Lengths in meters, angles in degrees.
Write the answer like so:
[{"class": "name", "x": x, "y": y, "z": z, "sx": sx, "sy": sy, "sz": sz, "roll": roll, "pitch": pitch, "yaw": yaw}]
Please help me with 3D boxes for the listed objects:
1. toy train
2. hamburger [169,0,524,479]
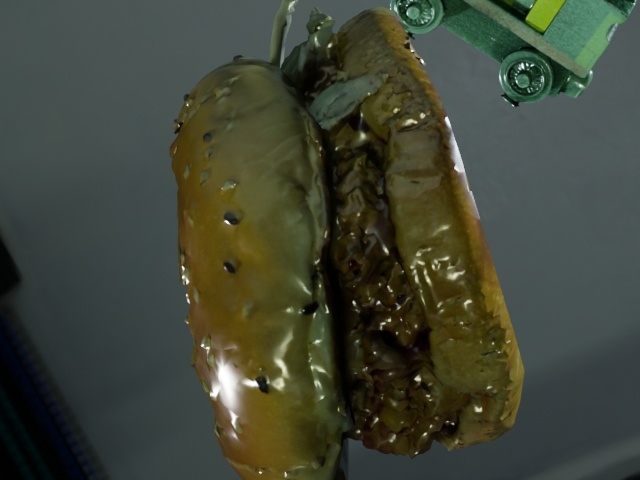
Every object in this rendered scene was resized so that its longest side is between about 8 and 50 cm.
[{"class": "toy train", "x": 0.149, "y": -0.202, "z": 0.969, "sx": 0.132, "sy": 0.200, "sz": 0.083, "roll": -59, "pitch": 178, "yaw": 42}, {"class": "hamburger", "x": 0.000, "y": 0.000, "z": 0.441, "sx": 0.113, "sy": 0.185, "sz": 0.177, "roll": -18, "pitch": 175, "yaw": 6}]
